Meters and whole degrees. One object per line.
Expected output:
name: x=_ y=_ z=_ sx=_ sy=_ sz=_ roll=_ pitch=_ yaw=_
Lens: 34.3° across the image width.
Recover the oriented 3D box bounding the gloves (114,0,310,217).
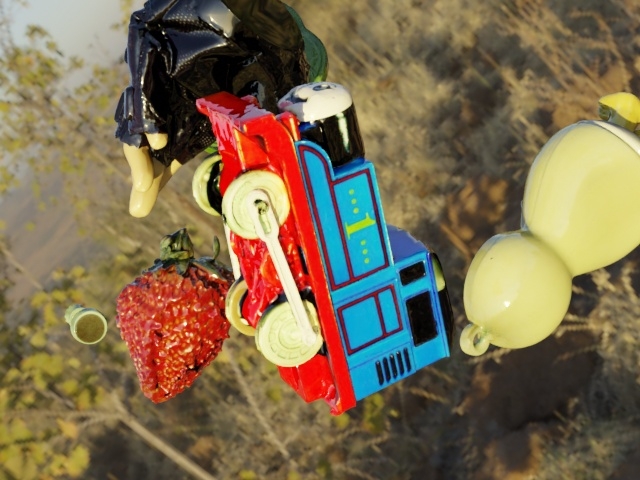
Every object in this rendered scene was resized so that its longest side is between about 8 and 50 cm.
gloves: x=-0.101 y=-0.106 z=0.822 sx=0.203 sy=0.164 sz=0.124 roll=-40 pitch=35 yaw=31

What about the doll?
doll: x=0.219 y=-0.010 z=0.960 sx=0.296 sy=0.141 sz=0.117 roll=-43 pitch=35 yaw=-14

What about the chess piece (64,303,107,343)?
chess piece: x=-0.282 y=0.095 z=1.231 sx=0.042 sy=0.042 sz=0.093 roll=-51 pitch=22 yaw=-10

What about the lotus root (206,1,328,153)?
lotus root: x=-0.077 y=-0.158 z=1.172 sx=0.186 sy=0.186 sz=0.186 roll=-44 pitch=16 yaw=16

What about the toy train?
toy train: x=0.000 y=0.000 z=0.649 sx=0.131 sy=0.204 sz=0.082 roll=-22 pitch=26 yaw=-18

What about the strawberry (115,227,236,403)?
strawberry: x=-0.208 y=0.129 z=1.538 sx=0.106 sy=0.188 sz=0.286 roll=-119 pitch=35 yaw=-59
